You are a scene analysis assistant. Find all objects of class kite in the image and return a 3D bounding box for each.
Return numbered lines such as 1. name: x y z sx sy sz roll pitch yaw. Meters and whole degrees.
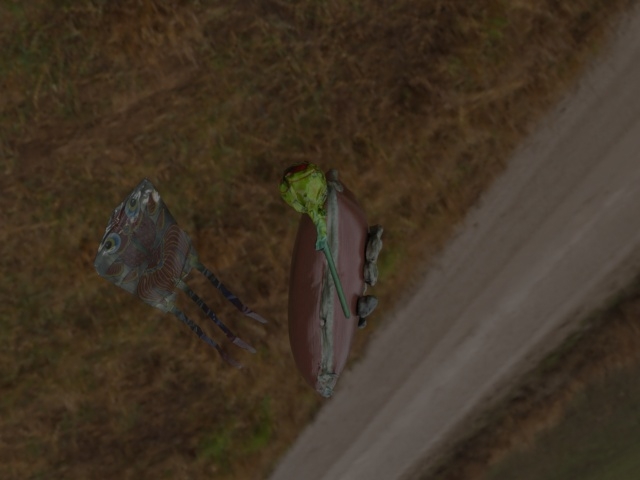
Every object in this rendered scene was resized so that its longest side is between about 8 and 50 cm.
1. kite: -0.147 0.038 1.098 0.016 0.229 0.127 -14 137 -59

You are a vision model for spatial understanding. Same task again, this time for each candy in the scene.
1. candy: 0.000 0.000 0.765 0.035 0.123 0.035 -17 174 -8

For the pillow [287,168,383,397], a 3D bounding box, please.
1. pillow: 0.011 0.029 0.889 0.075 0.171 0.179 5 -171 -3
